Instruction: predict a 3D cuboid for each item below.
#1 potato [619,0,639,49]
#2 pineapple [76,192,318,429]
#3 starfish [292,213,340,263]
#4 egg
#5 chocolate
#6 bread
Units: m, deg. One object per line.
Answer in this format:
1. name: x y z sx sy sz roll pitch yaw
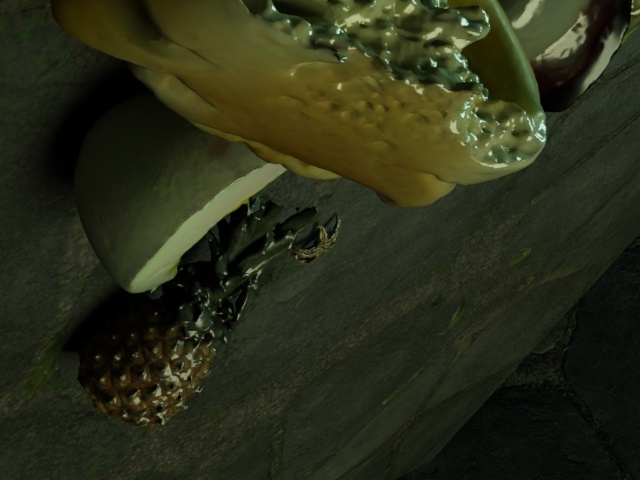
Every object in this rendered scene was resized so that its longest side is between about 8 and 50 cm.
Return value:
1. potato: 0.400 -0.328 2.023 0.149 0.113 0.251 -43 171 -20
2. pineapple: -0.145 0.073 1.766 0.364 0.165 0.165 -48 161 11
3. starfish: 0.000 0.000 2.080 0.091 0.028 0.078 -48 159 3
4. egg: -0.146 -0.077 1.398 0.271 0.161 0.206 -42 172 29
5. chocolate: 0.160 -0.271 1.452 0.283 0.283 0.186 -50 155 23
6. bread: 0.003 -0.163 1.193 0.424 0.329 0.245 25 117 -38
